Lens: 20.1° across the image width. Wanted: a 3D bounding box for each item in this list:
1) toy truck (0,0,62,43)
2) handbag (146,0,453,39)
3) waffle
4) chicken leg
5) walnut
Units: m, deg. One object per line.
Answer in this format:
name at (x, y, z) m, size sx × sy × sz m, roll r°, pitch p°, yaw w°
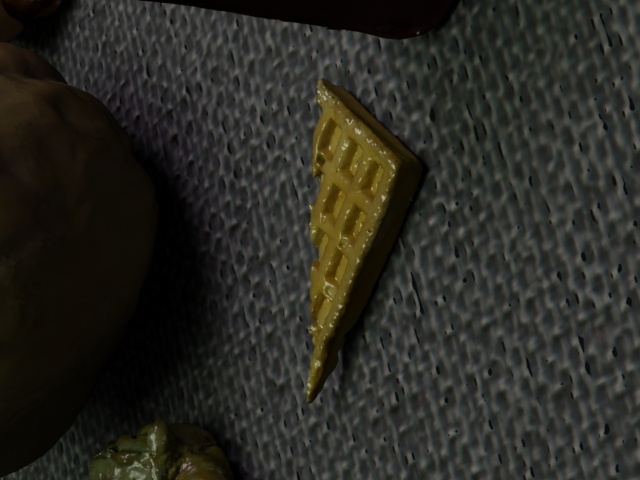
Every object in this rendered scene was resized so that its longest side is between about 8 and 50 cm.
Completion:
toy truck at (-0.361, -0.282, 1.601) m, size 0.212 × 0.204 × 0.288 m, roll -33°, pitch 63°, yaw 50°
handbag at (0.013, -0.253, 1.069) m, size 0.275 × 0.260 × 0.084 m, roll -56°, pitch 45°, yaw 33°
waffle at (0.000, 0.000, 1.255) m, size 0.125 × 0.032 × 0.191 m, roll 47°, pitch 123°, yaw 41°
chicken leg at (-0.098, 0.186, 1.332) m, size 0.228 × 0.088 × 0.103 m, roll -1°, pitch 74°, yaw 56°
walnut at (-0.308, 0.018, 1.399) m, size 0.381 × 0.381 × 0.381 m, roll -4°, pitch 86°, yaw 52°
